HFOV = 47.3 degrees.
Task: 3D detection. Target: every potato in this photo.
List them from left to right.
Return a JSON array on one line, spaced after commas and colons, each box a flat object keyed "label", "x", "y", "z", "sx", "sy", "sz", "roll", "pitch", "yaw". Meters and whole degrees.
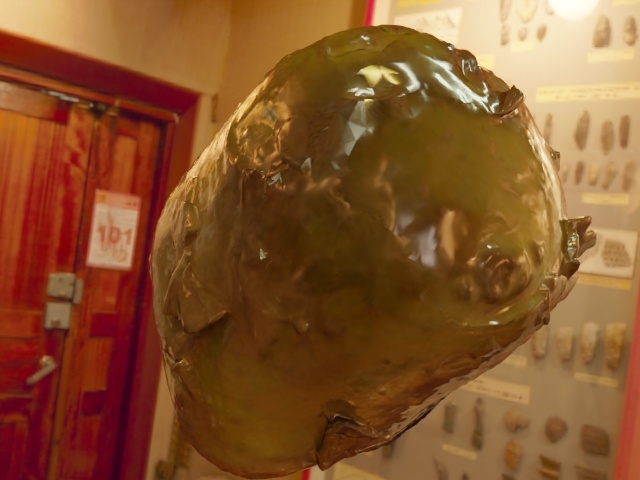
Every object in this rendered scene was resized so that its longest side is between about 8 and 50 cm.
[{"label": "potato", "x": 0.000, "y": 0.000, "z": 0.452, "sx": 0.246, "sy": 0.300, "sz": 0.196, "roll": 56, "pitch": 4, "yaw": 28}]
